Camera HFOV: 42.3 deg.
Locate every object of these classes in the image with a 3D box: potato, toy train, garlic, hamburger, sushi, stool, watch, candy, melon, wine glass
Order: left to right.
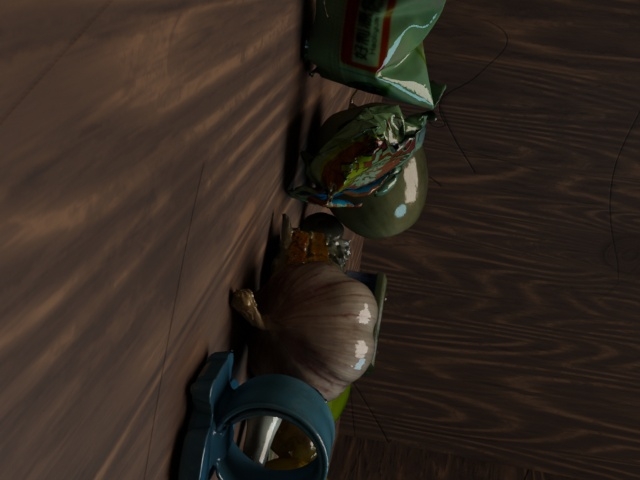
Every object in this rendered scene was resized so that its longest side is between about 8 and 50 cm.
[{"bbox_3d":[-0.113,0.367,1.493,0.072,0.072,0.155,87,15,-60],"label":"wine glass"},{"bbox_3d":[-0.079,0.263,1.121,0.211,0.193,0.211,10,90,-85],"label":"watch"},{"bbox_3d":[-0.050,0.133,1.309,0.253,0.245,0.245,26,69,-46],"label":"garlic"},{"bbox_3d":[-0.057,0.385,1.752,0.137,0.137,0.176,75,10,-74],"label":"potato"},{"bbox_3d":[-0.025,0.081,1.543,0.274,0.139,0.184,101,1,-47],"label":"sushi"},{"bbox_3d":[0.000,0.000,1.848,0.096,0.096,0.110,-74,175,-46],"label":"stool"},{"bbox_3d":[0.067,0.207,2.215,0.131,0.202,0.300,88,12,-61],"label":"toy train"},{"bbox_3d":[0.070,-0.176,1.582,0.276,0.150,0.260,-21,157,-44],"label":"hamburger"},{"bbox_3d":[0.109,-0.158,1.809,0.308,0.271,0.272,62,-5,17],"label":"melon"},{"bbox_3d":[0.103,-0.404,1.455,0.398,0.262,0.172,91,21,-52],"label":"candy"}]

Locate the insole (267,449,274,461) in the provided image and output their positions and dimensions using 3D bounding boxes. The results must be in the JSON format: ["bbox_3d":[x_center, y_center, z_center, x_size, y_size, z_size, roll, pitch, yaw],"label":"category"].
[{"bbox_3d":[-0.098,0.370,1.895,0.109,0.007,0.322,-51,149,-75],"label":"insole"}]

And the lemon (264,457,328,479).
[{"bbox_3d":[-0.064,0.511,1.578,0.231,0.192,0.192,106,-5,-78],"label":"lemon"}]

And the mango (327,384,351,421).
[{"bbox_3d":[-0.013,0.365,1.969,0.343,0.156,0.192,-65,158,-59],"label":"mango"}]
